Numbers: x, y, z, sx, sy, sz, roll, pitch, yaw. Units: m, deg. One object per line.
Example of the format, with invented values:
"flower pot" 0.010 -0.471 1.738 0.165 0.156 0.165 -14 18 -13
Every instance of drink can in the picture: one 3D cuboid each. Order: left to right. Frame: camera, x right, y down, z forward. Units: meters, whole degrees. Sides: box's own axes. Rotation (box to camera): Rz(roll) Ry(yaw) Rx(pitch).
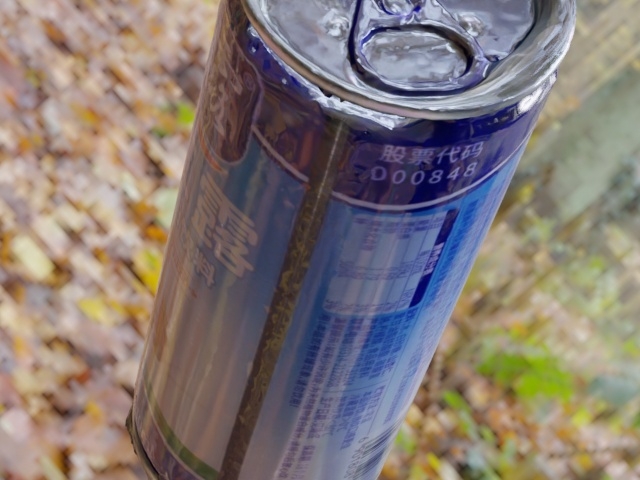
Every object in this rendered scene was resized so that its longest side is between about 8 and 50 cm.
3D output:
"drink can" 0.000 0.000 0.584 0.097 0.097 0.235 52 -30 24
